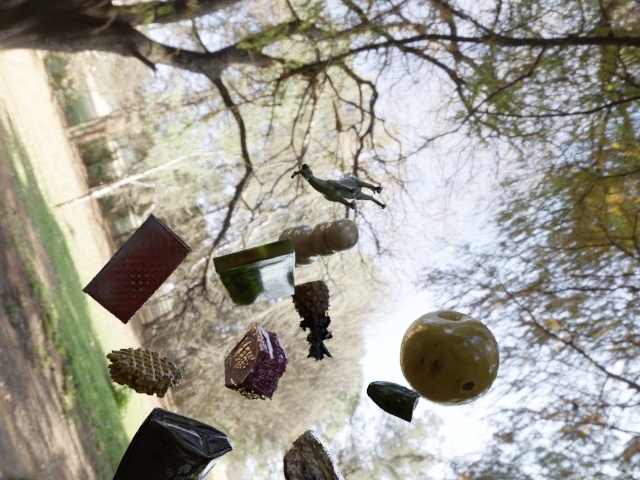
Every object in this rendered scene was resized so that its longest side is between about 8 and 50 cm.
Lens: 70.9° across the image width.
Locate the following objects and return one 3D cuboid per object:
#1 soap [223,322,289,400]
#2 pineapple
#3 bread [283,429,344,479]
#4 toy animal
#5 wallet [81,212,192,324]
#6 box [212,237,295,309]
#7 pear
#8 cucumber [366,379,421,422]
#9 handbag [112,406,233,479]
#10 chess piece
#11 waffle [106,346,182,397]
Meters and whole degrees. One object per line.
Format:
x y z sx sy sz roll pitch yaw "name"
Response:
-0.171 0.337 1.205 0.099 0.162 0.250 40 -2 -18 "soap"
-0.018 0.250 1.411 0.128 0.128 0.247 151 -71 -67 "pineapple"
-0.012 0.372 0.712 0.125 0.082 0.106 59 -13 20 "bread"
0.050 -0.134 1.120 0.176 0.217 0.073 36 -64 39 "toy animal"
-0.337 0.054 0.832 0.103 0.196 0.020 42 4 -4 "wallet"
-0.148 0.090 1.090 0.311 0.173 0.043 96 -22 -67 "box"
0.446 0.406 1.572 0.348 0.349 0.348 48 -31 41 "pear"
0.141 0.307 0.894 0.108 0.067 0.035 16 -42 27 "cucumber"
-0.494 0.728 1.469 0.342 0.288 0.152 39 -5 -36 "handbag"
0.000 0.000 1.583 0.300 0.167 0.166 -16 -85 43 "chess piece"
-0.487 0.365 1.250 0.197 0.070 0.193 26 0 5 "waffle"
